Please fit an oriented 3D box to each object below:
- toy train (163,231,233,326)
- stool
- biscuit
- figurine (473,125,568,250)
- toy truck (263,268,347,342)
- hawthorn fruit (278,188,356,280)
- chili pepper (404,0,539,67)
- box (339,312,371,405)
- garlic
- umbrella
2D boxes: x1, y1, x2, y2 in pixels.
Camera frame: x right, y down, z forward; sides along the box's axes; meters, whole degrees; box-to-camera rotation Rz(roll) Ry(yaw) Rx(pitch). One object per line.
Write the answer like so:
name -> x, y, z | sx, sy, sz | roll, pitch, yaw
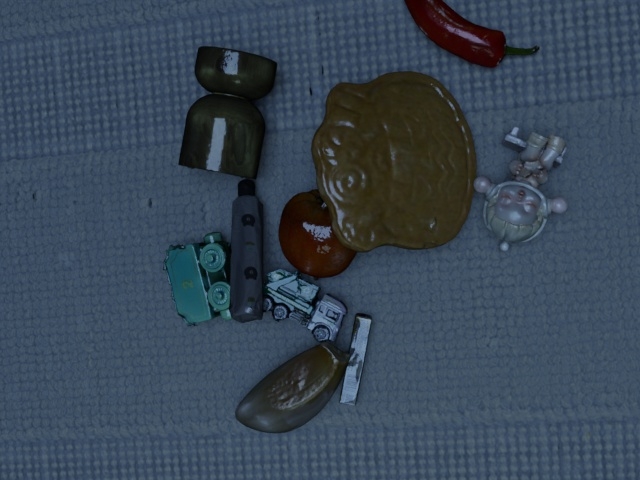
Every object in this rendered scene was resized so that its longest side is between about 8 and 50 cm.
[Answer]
toy train -> -0.258, 0.089, 1.831 | 0.163, 0.112, 0.203 | -14, 87, 17
stool -> -0.205, -0.277, 1.773 | 0.179, 0.179, 0.264 | 11, 93, 9
biscuit -> 0.163, -0.169, 1.690 | 0.365, 0.062, 0.385 | -6, 82, -18
figurine -> 0.419, -0.104, 1.705 | 0.182, 0.144, 0.257 | 22, 93, -12
toy truck -> -0.042, 0.137, 1.796 | 0.216, 0.110, 0.116 | 27, 92, 6
hawthorn fruit -> 0.000, 0.000, 1.764 | 0.196, 0.196, 0.225 | 15, 123, 9
chili pepper -> 0.289, -0.480, 1.732 | 0.368, 0.092, 0.137 | 39, 86, 4
box -> 0.080, 0.268, 1.808 | 0.041, 0.050, 0.207 | 10, 94, 6
garlic -> -0.056, 0.343, 1.786 | 0.318, 0.112, 0.143 | -42, 102, 16
umbrella -> -0.163, 0.018, 1.774 | 0.073, 0.067, 0.337 | -7, 65, 10
